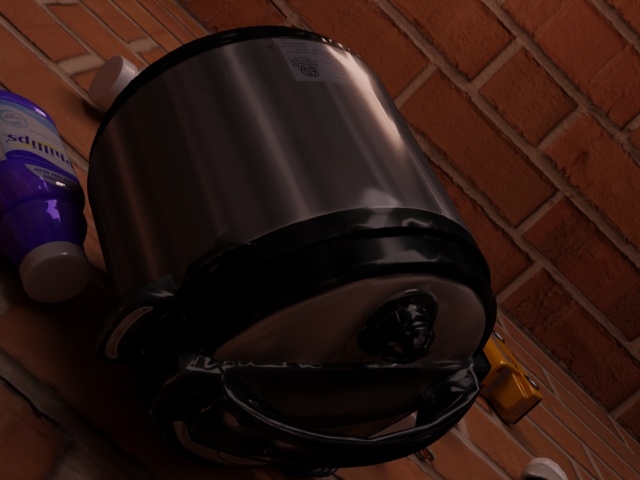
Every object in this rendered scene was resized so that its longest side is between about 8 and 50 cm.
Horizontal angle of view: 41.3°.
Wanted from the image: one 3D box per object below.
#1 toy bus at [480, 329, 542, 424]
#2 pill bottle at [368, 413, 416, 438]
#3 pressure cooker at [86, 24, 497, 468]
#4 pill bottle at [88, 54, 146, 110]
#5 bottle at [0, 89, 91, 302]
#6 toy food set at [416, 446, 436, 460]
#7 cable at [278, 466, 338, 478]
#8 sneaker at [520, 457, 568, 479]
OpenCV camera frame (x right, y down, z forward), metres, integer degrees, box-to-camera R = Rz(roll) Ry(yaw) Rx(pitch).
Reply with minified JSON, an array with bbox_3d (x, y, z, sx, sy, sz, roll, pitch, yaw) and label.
[{"bbox_3d":[0.406,0.291,2.084,0.130,0.108,0.332,36,16,-34],"label":"toy bus"},{"bbox_3d":[0.079,0.226,1.264,0.108,0.108,0.180,37,16,-31],"label":"pill bottle"},{"bbox_3d":[-0.032,0.036,0.866,0.375,0.370,0.420,70,-5,-55],"label":"pressure cooker"},{"bbox_3d":[-0.288,-0.223,1.478,0.221,0.124,0.124,35,17,-39],"label":"pill bottle"},{"bbox_3d":[-0.317,-0.052,0.918,0.118,0.092,0.283,24,24,-46],"label":"bottle"},{"bbox_3d":[0.142,0.314,1.393,0.122,0.019,0.078,57,16,16],"label":"toy food set"},{"bbox_3d":[-0.055,0.217,1.034,0.184,0.047,0.150,39,22,-11],"label":"cable"},{"bbox_3d":[0.477,0.535,1.619,0.262,0.099,0.121,43,18,26],"label":"sneaker"}]
